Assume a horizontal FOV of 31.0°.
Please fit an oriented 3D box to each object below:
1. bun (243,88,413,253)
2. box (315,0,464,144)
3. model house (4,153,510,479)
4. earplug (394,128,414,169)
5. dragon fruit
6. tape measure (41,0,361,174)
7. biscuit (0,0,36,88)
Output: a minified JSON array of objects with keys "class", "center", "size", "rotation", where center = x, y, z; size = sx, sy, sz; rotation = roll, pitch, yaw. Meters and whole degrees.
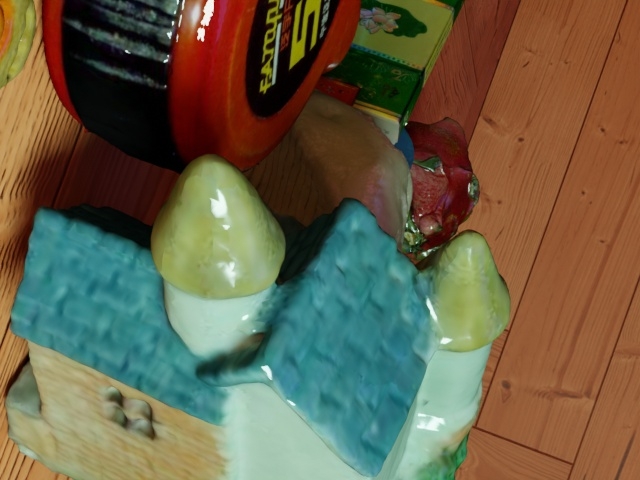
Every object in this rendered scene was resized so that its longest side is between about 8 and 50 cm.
[{"class":"bun","center":[0.000,-0.004,0.918],"size":[0.133,0.231,0.231],"rotation":[7,108,-33]},{"class":"box","center":[0.047,-0.194,1.025],"size":[0.034,0.132,0.235],"rotation":[95,19,-55]},{"class":"model house","center":[-0.032,0.032,0.640],"size":[0.194,0.267,0.325],"rotation":[-59,165,-31]},{"class":"earplug","center":[0.000,0.000,1.172],"size":[0.132,0.132,0.273],"rotation":[-59,168,-45]},{"class":"dragon fruit","center":[0.105,-0.045,1.498],"size":[0.269,0.198,0.200],"rotation":[119,-14,-61]},{"class":"tape measure","center":[-0.052,-0.166,0.646],"size":[0.260,0.114,0.253],"rotation":[-55,162,-43]},{"class":"biscuit","center":[-0.165,-0.063,0.470],"size":[0.166,0.036,0.225],"rotation":[-20,129,-78]}]
